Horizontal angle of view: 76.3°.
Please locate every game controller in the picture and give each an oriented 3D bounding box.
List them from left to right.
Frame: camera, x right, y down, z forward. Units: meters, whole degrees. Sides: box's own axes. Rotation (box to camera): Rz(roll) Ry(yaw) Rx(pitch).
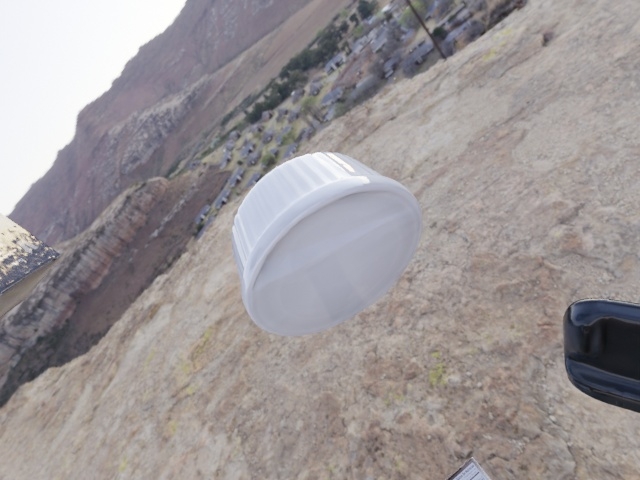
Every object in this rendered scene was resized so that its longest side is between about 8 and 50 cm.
[{"bbox_3d":[0.459,0.157,0.468,0.319,0.167,0.067,7,27,41],"label":"game controller"}]

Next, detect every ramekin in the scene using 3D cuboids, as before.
[{"bbox_3d":[0.000,0.000,0.579,0.273,0.272,0.127,-44,52,11],"label":"ramekin"}]

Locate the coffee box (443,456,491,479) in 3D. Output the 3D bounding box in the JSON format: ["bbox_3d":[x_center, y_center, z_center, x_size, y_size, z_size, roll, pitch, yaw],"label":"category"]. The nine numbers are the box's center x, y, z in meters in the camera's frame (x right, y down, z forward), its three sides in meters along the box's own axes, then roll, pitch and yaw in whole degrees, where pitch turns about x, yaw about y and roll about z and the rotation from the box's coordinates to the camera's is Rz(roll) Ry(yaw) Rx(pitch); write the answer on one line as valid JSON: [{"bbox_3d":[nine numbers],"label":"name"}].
[{"bbox_3d":[0.342,0.559,0.779,0.098,0.141,0.246,-36,57,-8],"label":"coffee box"}]

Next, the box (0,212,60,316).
[{"bbox_3d":[-0.432,0.024,0.475,0.093,0.158,0.156,-47,16,6],"label":"box"}]
